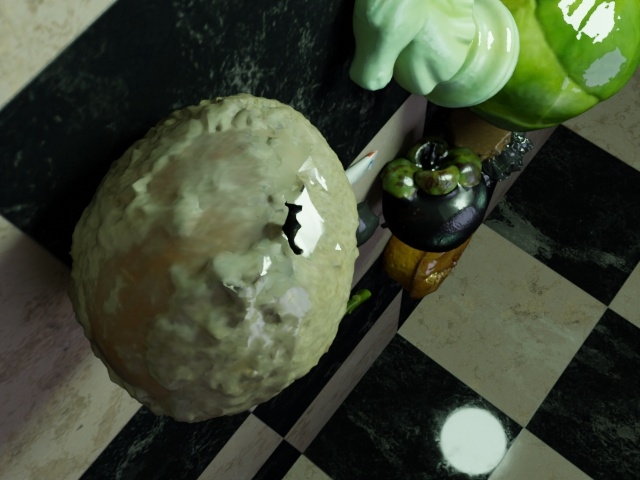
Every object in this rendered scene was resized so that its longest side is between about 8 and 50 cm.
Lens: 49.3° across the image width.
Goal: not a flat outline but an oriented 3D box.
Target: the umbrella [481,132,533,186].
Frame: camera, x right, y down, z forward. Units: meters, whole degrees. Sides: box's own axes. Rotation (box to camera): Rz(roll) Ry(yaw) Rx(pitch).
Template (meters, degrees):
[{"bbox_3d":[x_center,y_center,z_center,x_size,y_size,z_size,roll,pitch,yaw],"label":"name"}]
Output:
[{"bbox_3d":[0.473,-0.195,1.982,0.336,0.154,0.128,111,4,-45],"label":"umbrella"}]

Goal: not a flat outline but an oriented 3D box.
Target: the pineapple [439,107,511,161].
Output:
[{"bbox_3d":[0.366,-0.266,1.587,0.165,0.165,0.364,-59,171,18],"label":"pineapple"}]

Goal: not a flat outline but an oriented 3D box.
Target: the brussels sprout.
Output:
[{"bbox_3d":[0.376,-0.362,1.165,0.371,0.315,0.276,-61,-173,4],"label":"brussels sprout"}]

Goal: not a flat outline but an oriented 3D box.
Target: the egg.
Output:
[{"bbox_3d":[-0.093,0.018,0.661,0.310,0.279,0.279,-64,166,-10],"label":"egg"}]

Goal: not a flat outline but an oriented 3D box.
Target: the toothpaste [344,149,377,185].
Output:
[{"bbox_3d":[0.047,-0.106,1.196,0.190,0.031,0.048,-40,157,-48],"label":"toothpaste"}]

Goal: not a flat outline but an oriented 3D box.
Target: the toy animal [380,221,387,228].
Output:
[{"bbox_3d":[0.229,-0.088,1.645,0.233,0.084,0.148,-38,159,-53],"label":"toy animal"}]

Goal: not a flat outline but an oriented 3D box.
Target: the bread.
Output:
[{"bbox_3d":[0.297,0.012,1.896,0.312,0.172,0.312,-49,159,-26],"label":"bread"}]

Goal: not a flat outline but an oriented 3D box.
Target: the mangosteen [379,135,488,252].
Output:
[{"bbox_3d":[0.228,-0.093,1.415,0.243,0.243,0.243,-48,163,-20],"label":"mangosteen"}]

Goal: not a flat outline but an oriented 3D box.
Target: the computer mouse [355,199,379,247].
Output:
[{"bbox_3d":[0.080,-0.020,1.409,0.099,0.057,0.172,-48,164,-10],"label":"computer mouse"}]

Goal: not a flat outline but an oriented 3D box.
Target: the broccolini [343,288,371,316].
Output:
[{"bbox_3d":[0.023,0.214,1.737,0.074,0.079,0.392,-15,-173,31],"label":"broccolini"}]

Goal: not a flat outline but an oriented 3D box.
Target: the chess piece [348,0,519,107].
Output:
[{"bbox_3d":[0.135,-0.274,0.931,0.298,0.176,0.176,-3,128,-53],"label":"chess piece"}]
